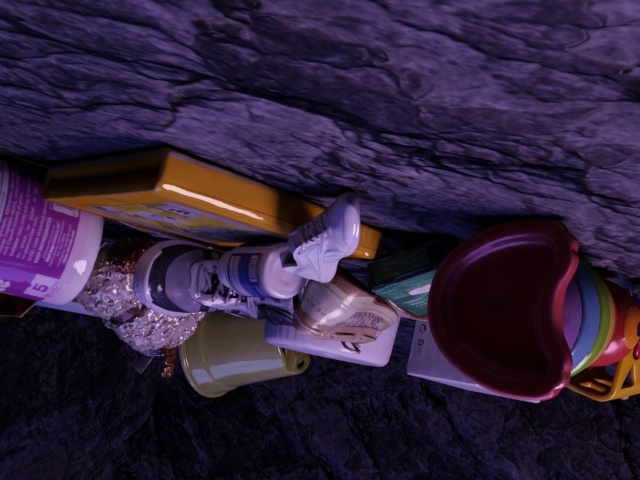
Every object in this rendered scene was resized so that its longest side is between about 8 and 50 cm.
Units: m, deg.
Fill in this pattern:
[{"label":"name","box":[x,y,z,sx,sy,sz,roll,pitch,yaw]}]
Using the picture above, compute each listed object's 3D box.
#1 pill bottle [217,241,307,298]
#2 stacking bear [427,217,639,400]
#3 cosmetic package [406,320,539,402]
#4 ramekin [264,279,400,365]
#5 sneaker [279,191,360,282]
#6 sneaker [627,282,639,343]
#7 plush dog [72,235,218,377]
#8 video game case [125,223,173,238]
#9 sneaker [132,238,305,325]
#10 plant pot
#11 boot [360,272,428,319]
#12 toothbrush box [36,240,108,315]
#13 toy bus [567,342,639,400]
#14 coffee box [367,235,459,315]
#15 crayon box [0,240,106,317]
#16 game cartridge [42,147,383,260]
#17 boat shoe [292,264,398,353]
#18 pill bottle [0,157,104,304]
[{"label":"pill bottle","box":[-0.074,0.036,1.033,0.067,0.067,0.120,19,168,-35]},{"label":"stacking bear","box":[0.262,0.084,0.953,0.164,0.176,0.289,0,172,41]},{"label":"cosmetic package","box":[0.267,0.173,1.421,0.183,0.151,0.151,22,166,-40]},{"label":"ramekin","box":[0.021,0.158,1.669,0.277,0.135,0.277,11,170,2]},{"label":"sneaker","box":[0.000,0.000,0.917,0.061,0.054,0.152,6,145,-20]},{"label":"sneaker","box":[0.410,0.099,1.075,0.068,0.071,0.170,8,171,25]},{"label":"plush dog","box":[-0.313,0.093,1.413,0.262,0.211,0.225,-24,132,30]},{"label":"video game case","box":[-0.234,-0.024,1.287,0.143,0.019,0.157,7,170,25]},{"label":"sneaker","box":[-0.113,0.058,1.138,0.153,0.101,0.268,4,175,34]},{"label":"plant pot","box":[-0.164,0.242,2.092,0.253,0.276,0.276,-7,162,27]},{"label":"boot","box":[0.111,0.079,1.308,0.213,0.077,0.165,20,169,-41]},{"label":"toothbrush box","box":[-0.538,0.035,1.574,0.295,0.126,0.216,7,159,30]},{"label":"toy bus","box":[0.417,0.165,1.181,0.202,0.105,0.191,11,-170,2]},{"label":"coffee box","box":[0.143,0.049,1.086,0.113,0.041,0.184,-20,158,21]},{"label":"crayon box","box":[-0.508,0.008,1.273,0.318,0.202,0.081,7,125,25]},{"label":"game cartridge","box":[-0.131,-0.030,1.041,0.323,0.053,0.285,21,167,-39]},{"label":"boat shoe","box":[0.028,0.091,1.118,0.104,0.089,0.285,38,180,21]},{"label":"pill bottle","box":[-0.443,-0.029,1.071,0.301,0.169,0.169,18,168,-33]}]
